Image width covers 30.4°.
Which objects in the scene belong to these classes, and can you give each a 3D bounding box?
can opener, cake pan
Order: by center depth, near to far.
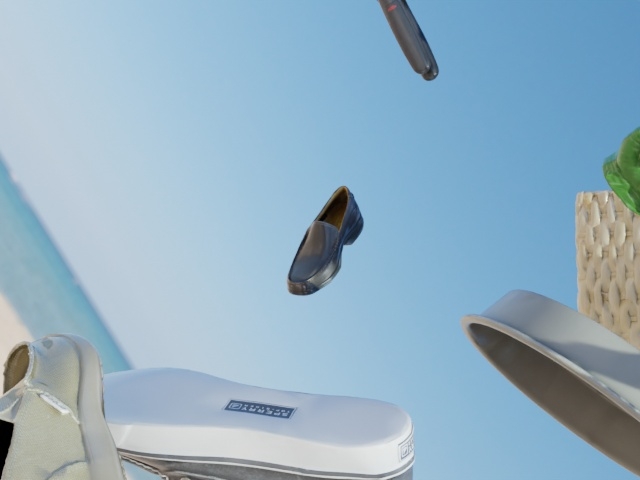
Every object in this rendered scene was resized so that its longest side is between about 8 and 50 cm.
[{"bbox_3d":[0.266,0.145,1.125,0.293,0.054,0.293,37,-9,7],"label":"cake pan"},{"bbox_3d":[0.095,-0.270,1.394,0.059,0.073,0.186,20,47,-49],"label":"can opener"}]

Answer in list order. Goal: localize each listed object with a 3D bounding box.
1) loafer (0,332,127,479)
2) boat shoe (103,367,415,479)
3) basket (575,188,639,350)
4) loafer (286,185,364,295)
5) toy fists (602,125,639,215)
[{"bbox_3d":[-0.192,0.134,0.787,0.268,0.092,0.102,-138,-123,-63],"label":"loafer"},{"bbox_3d":[-0.072,0.170,0.928,0.108,0.301,0.102,-46,138,-65],"label":"boat shoe"},{"bbox_3d":[0.598,0.075,1.880,0.328,0.266,0.331,-3,-94,40],"label":"basket"},{"bbox_3d":[0.000,0.000,1.456,0.062,0.170,0.061,6,-49,23],"label":"loafer"},{"bbox_3d":[0.520,-0.048,1.614,0.279,0.096,0.142,47,-53,-5],"label":"toy fists"}]
